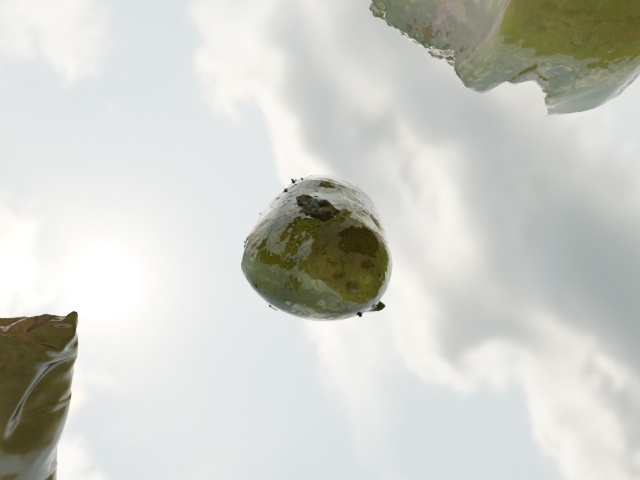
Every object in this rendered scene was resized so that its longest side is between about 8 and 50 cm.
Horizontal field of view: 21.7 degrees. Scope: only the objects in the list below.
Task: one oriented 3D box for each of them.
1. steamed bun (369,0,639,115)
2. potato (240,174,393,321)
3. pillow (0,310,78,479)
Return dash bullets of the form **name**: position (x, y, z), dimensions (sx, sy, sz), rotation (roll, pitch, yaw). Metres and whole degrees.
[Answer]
- **steamed bun**: position (0.133, -0.171, 1.177), dimensions (0.225, 0.200, 0.170), rotation (-7, -92, -40)
- **potato**: position (0.000, 0.000, 1.175), dimensions (0.188, 0.105, 0.085), rotation (-78, -8, -70)
- **pillow**: position (-0.265, 0.098, 0.990), dimensions (0.270, 0.173, 0.067), rotation (6, -152, -28)
